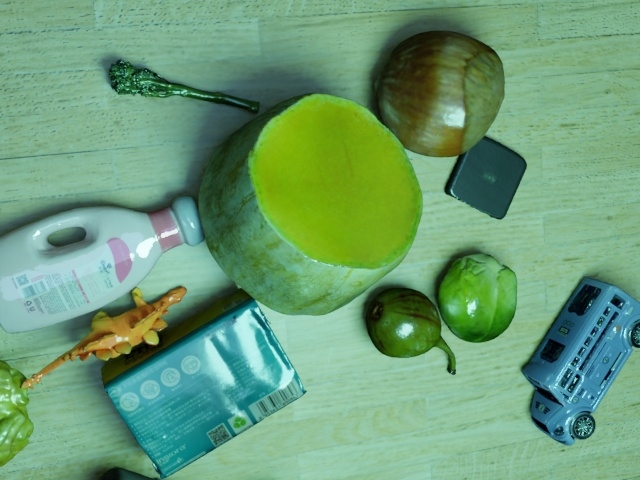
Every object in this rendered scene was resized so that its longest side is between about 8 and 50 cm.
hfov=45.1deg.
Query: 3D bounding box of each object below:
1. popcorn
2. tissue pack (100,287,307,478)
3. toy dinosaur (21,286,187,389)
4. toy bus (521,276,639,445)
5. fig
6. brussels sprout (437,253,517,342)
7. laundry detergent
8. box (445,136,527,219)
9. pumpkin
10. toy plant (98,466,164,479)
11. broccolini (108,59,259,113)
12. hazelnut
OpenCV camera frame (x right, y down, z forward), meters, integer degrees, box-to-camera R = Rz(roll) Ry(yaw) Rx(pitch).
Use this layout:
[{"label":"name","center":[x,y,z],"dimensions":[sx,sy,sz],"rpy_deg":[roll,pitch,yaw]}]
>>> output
[{"label":"popcorn","center":[-0.525,0.261,1.147],"dimensions":[0.197,0.155,0.197],"rpy_deg":[1,79,-7]},{"label":"tissue pack","center":[-0.188,0.222,1.232],"dimensions":[0.271,0.134,0.192],"rpy_deg":[-29,104,-9]},{"label":"toy dinosaur","center":[-0.313,0.146,1.172],"dimensions":[0.288,0.117,0.070],"rpy_deg":[-32,111,-33]},{"label":"toy bus","center":[0.472,0.219,1.411],"dimensions":[0.133,0.125,0.292],"rpy_deg":[34,88,-16]},{"label":"fig","center":[0.179,0.173,1.340],"dimensions":[0.236,0.124,0.124],"rpy_deg":[38,88,-29]},{"label":"brussels sprout","center":[0.268,0.103,1.344],"dimensions":[0.155,0.117,0.155],"rpy_deg":[10,69,-26]},{"label":"laundry detergent","center":[-0.342,0.020,1.186],"dimensions":[0.335,0.088,0.159],"rpy_deg":[-22,103,-12]},{"label":"box","center":[0.295,-0.113,1.366],"dimensions":[0.126,0.027,0.125],"rpy_deg":[24,89,-16]},{"label":"pumpkin","center":[0.005,-0.057,1.155],"dimensions":[0.332,0.199,0.332],"rpy_deg":[5,79,-27]},{"label":"toy plant","center":[-0.189,0.503,1.258],"dimensions":[0.400,0.185,0.279],"rpy_deg":[34,68,-25]},{"label":"broccolini","center":[-0.211,-0.229,1.204],"dimensions":[0.239,0.054,0.051],"rpy_deg":[11,131,-19]},{"label":"hazelnut","center":[0.190,-0.236,1.247],"dimensions":[0.214,0.176,0.214],"rpy_deg":[-2,66,4]}]
